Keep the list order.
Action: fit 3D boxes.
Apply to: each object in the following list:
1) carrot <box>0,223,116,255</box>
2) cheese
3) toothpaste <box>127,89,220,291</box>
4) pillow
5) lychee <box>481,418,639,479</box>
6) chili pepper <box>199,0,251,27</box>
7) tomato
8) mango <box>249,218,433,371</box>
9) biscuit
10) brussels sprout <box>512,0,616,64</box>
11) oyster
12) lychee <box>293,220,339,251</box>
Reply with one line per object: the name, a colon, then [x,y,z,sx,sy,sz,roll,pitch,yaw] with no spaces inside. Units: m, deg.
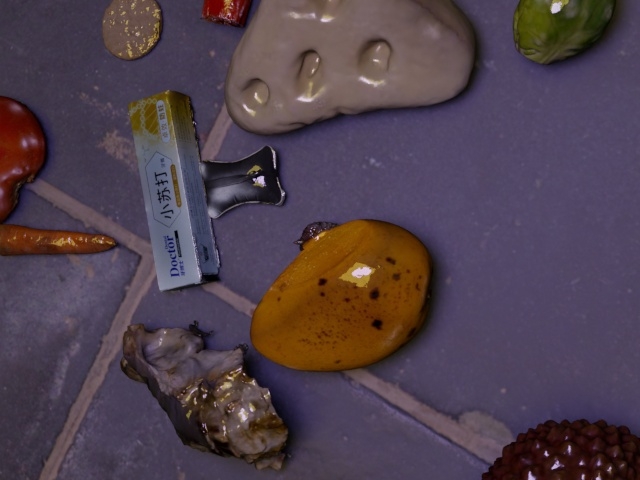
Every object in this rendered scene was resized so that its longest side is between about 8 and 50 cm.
carrot: [-0.441,0.002,1.571,0.224,0.057,0.057,2,88,15]
cheese: [0.043,-0.260,1.365,0.328,0.130,0.351,26,123,-3]
toothpaste: [-0.233,-0.077,1.491,0.089,0.071,0.313,-13,84,22]
pillow: [-0.124,-0.091,1.461,0.135,0.055,0.091,-12,115,21]
lychee: [0.318,0.390,1.160,0.306,0.306,0.330,0,84,19]
chili pepper: [-0.141,-0.403,1.474,0.073,0.070,0.123,24,102,62]
tomato: [-0.595,-0.144,1.580,0.200,0.139,0.233,35,99,24]
mango: [0.035,0.094,1.333,0.290,0.160,0.191,-29,115,13]
biscuit: [-0.317,-0.361,1.559,0.120,0.015,0.120,-1,88,19]
brussels sprout: [0.333,-0.309,1.268,0.117,0.155,0.155,38,99,16]
oyster: [-0.182,0.221,1.418,0.337,0.133,0.198,35,126,32]
lychee: [0.000,0.000,1.405,0.083,0.067,0.068,-1,132,2]
